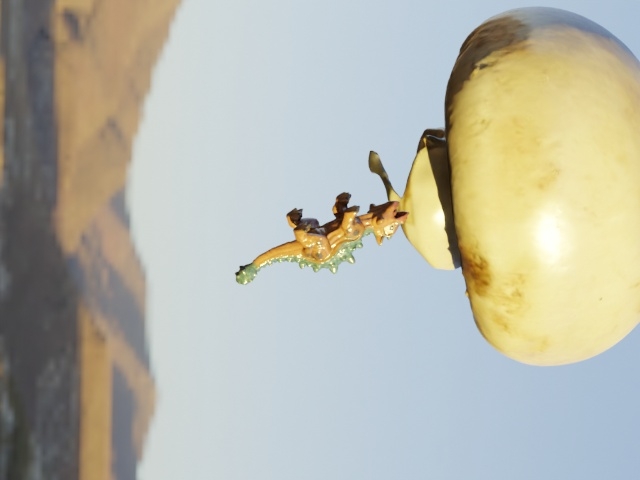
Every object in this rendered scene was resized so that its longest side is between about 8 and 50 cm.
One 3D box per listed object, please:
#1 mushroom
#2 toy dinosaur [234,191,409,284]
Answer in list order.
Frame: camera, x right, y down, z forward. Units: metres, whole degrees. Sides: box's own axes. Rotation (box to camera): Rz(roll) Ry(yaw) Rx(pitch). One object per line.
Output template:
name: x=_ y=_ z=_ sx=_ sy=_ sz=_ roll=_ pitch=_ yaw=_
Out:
mushroom: x=0.201 y=-0.053 z=1.834 sx=0.362 sy=0.294 sz=0.362 roll=-5 pitch=90 yaw=-74
toy dinosaur: x=0.000 y=0.000 z=1.500 sx=0.049 sy=0.154 sz=0.055 roll=-117 pitch=-174 yaw=-60
